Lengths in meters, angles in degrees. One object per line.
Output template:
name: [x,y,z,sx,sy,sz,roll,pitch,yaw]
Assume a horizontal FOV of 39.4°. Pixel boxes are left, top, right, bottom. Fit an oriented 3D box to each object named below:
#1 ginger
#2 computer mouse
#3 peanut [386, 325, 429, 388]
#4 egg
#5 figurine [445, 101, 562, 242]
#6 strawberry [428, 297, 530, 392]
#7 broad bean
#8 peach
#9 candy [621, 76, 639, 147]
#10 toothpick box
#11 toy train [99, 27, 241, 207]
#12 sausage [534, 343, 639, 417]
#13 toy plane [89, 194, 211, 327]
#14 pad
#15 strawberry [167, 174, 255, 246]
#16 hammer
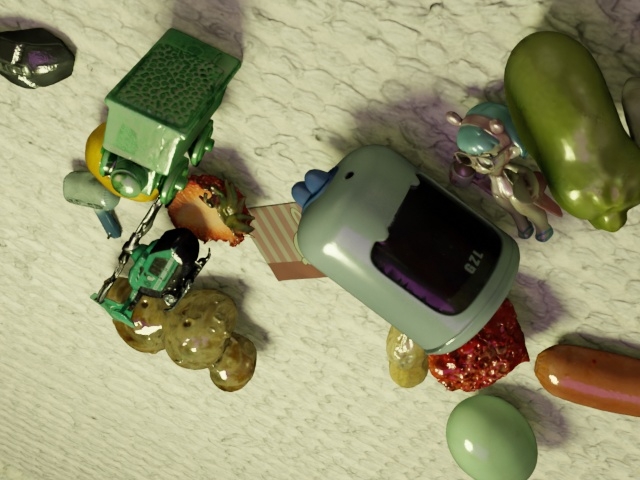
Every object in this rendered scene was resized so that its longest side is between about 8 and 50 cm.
ginger: [-0.311,0.187,1.924,0.375,0.176,0.256,21,144,8]
computer mouse: [-0.516,-0.314,1.563,0.192,0.062,0.105,6,137,19]
peanut: [0.176,0.219,1.780,0.100,0.099,0.214,14,145,13]
egg: [0.353,0.414,1.833,0.168,0.168,0.231,-17,128,39]
figurine: [0.278,-0.107,1.374,0.260,0.103,0.205,53,169,-32]
strawberry: [0.271,0.184,1.607,0.184,0.201,0.187,48,158,11]
broad bean: [0.326,-0.146,1.162,0.119,0.291,0.238,-24,145,7]
peach: [-0.341,-0.147,1.625,0.179,0.103,0.179,16,143,12]
candy: [0.535,-0.056,1.168,0.208,0.145,0.358,-9,108,31]
toothpick box: [0.113,0.000,1.457,0.355,0.263,0.263,36,139,-11]
toy train: [-0.244,-0.185,1.413,0.145,0.266,0.202,25,133,0]
sausage: [0.519,0.256,1.624,0.259,0.113,0.113,10,138,16]
toy plane: [-0.330,0.065,1.731,0.155,0.106,0.381,35,136,-6]
pad: [0.000,0.000,1.687,0.300,0.005,0.202,-5,132,31]
strawberry: [-0.211,-0.071,1.665,0.208,0.087,0.167,11,142,45]
hammer: [-0.441,-0.062,1.808,0.116,0.069,0.194,10,146,16]
